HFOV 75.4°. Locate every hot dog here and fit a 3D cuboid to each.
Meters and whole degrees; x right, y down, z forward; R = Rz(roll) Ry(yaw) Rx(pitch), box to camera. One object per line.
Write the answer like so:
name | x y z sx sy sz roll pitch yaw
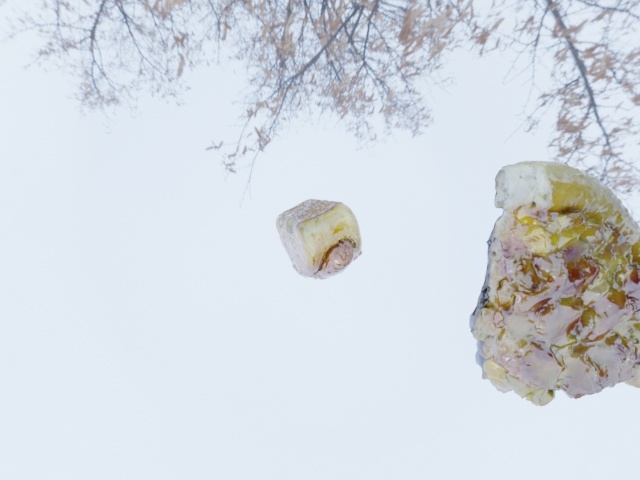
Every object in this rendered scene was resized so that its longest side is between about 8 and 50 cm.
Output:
hot dog | 0.000 0.000 0.888 0.150 0.256 0.153 -27 -75 -14

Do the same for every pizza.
pizza | 0.314 0.079 0.525 0.277 0.114 0.409 -37 -70 -8
